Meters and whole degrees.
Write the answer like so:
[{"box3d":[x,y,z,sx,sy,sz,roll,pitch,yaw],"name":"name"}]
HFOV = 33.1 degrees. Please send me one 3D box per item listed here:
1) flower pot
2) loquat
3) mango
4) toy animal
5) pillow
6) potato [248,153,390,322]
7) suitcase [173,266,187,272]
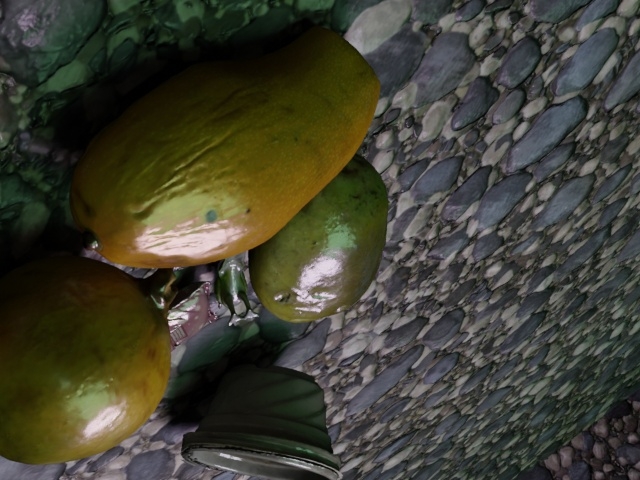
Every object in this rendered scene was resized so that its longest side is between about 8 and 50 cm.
[{"box3d":[-0.074,0.257,1.511,0.236,0.140,0.235,8,157,3],"name":"flower pot"},{"box3d":[-0.236,0.106,1.060,0.246,0.213,0.213,-37,152,5],"name":"loquat"},{"box3d":[-0.080,-0.085,1.039,0.359,0.144,0.187,-26,117,-33],"name":"mango"},{"box3d":[-0.098,0.053,1.246,0.041,0.075,0.217,-14,163,-13],"name":"toy animal"},{"box3d":[-0.206,0.116,1.300,0.185,0.043,0.118,-31,154,-11],"name":"pillow"},{"box3d":[0.001,-0.002,1.272,0.197,0.149,0.228,-41,158,-58],"name":"potato"},{"box3d":[-0.142,-0.026,1.155,0.086,0.059,0.126,-20,149,-33],"name":"suitcase"}]
